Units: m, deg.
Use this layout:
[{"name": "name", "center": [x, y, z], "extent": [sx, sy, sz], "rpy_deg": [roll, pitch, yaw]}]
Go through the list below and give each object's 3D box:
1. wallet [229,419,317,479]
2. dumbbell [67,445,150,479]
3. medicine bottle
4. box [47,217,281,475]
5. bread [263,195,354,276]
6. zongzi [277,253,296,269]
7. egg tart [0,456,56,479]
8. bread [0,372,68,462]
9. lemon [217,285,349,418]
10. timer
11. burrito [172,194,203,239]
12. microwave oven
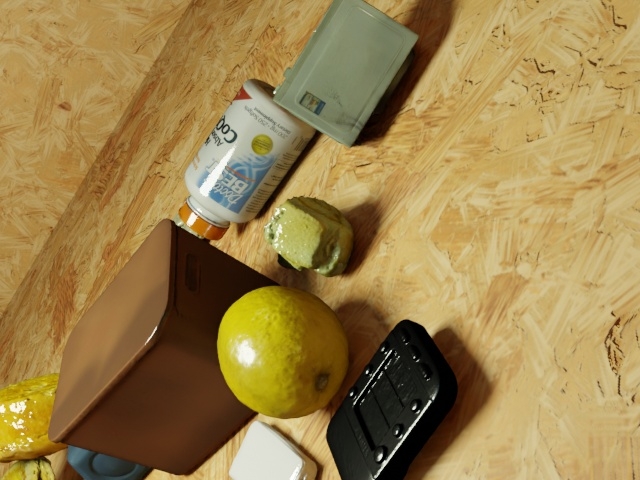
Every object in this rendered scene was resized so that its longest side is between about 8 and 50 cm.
[{"name": "wallet", "center": [-0.065, 0.307, 1.137], "extent": [0.190, 0.033, 0.095], "rpy_deg": [11, 76, 63]}, {"name": "dumbbell", "center": [-0.375, 0.292, 1.569], "extent": [0.156, 0.144, 0.316], "rpy_deg": [-50, 30, 22]}, {"name": "medicine bottle", "center": [-0.145, -0.139, 1.560], "extent": [0.288, 0.157, 0.157], "rpy_deg": [-53, 28, 16]}, {"name": "box", "center": [-0.230, 0.181, 1.326], "extent": [0.339, 0.229, 0.239], "rpy_deg": [-46, 30, 29]}, {"name": "bread", "center": [0.004, 0.001, 1.245], "extent": [0.110, 0.156, 0.103], "rpy_deg": [35, 104, 31]}, {"name": "zongzi", "center": [-0.036, -0.003, 1.321], "extent": [0.113, 0.052, 0.104], "rpy_deg": [10, -77, -88]}, {"name": "egg tart", "center": [-0.577, 0.575, 1.673], "extent": [0.319, 0.128, 0.318], "rpy_deg": [-39, 37, 37]}, {"name": "bread", "center": [-0.557, 0.351, 1.692], "extent": [0.268, 0.269, 0.145], "rpy_deg": [-8, 96, 58]}, {"name": "lemon", "center": [-0.051, 0.144, 1.120], "extent": [0.170, 0.170, 0.207], "rpy_deg": [-59, 32, 5]}, {"name": "timer", "center": [0.082, 0.198, 0.967], "extent": [0.187, 0.055, 0.144], "rpy_deg": [-58, 25, 16]}, {"name": "burrito", "center": [-0.316, 0.061, 1.756], "extent": [0.392, 0.076, 0.117], "rpy_deg": [-62, 28, -1]}, {"name": "microwave oven", "center": [0.040, -0.268, 1.350], "extent": [0.205, 0.163, 0.129], "rpy_deg": [-57, 4, 7]}]
